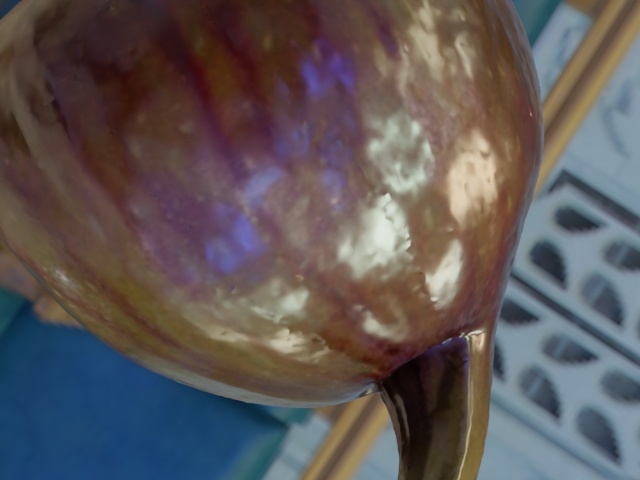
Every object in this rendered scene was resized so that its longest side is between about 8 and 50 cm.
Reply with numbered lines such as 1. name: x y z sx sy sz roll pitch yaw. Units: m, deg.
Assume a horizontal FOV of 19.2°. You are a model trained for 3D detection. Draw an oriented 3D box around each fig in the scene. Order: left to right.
1. fig: 0.002 -0.006 0.574 0.175 0.207 0.175 -38 176 -4
